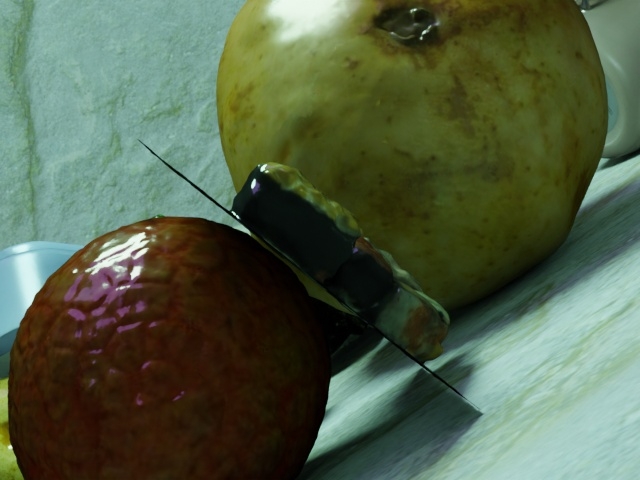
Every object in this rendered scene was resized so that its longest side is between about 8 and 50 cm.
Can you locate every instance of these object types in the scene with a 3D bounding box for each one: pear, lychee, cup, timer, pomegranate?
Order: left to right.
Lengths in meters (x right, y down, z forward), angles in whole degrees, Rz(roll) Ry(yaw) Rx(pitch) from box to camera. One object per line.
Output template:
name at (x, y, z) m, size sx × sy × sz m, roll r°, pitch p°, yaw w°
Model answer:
pear at (-0.403, 0.268, 2.013) m, size 0.178 × 0.178 × 0.178 m, roll -32°, pitch 4°, yaw 2°
timer at (-0.371, 0.168, 2.176) m, size 0.395 × 0.173 × 0.395 m, roll -14°, pitch -29°, yaw -8°
lychee at (-0.117, 0.104, 1.112) m, size 0.255 × 0.255 × 0.300 m, roll -32°, pitch 35°, yaw -3°
pomegranate at (0.087, -0.098, 1.422) m, size 0.410 × 0.410 × 0.410 m, roll -32°, pitch 4°, yaw 2°
cup at (0.347, -0.237, 1.722) m, size 0.200 × 0.253 × 0.191 m, roll -37°, pitch 25°, yaw -31°

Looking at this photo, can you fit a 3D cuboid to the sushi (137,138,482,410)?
sushi at (0.000, 0.000, 1.114) m, size 0.059 × 0.292 × 0.294 m, roll -52°, pitch 4°, yaw -1°

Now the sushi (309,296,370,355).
sushi at (-0.007, 0.066, 1.576) m, size 0.147 × 0.115 × 0.212 m, roll -37°, pitch -3°, yaw 40°

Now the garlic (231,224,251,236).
garlic at (-0.109, 0.086, 1.750) m, size 0.325 × 0.132 × 0.279 m, roll -30°, pitch -29°, yaw -13°

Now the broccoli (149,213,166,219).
broccoli at (-0.133, 0.111, 1.396) m, size 0.295 × 0.265 × 0.245 m, roll 3°, pitch -3°, yaw 35°
